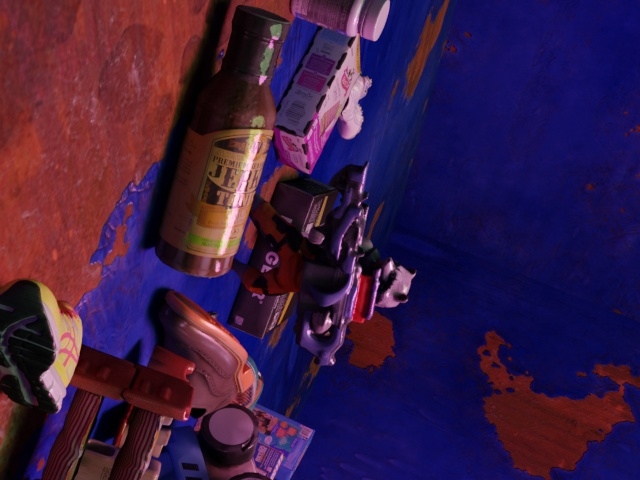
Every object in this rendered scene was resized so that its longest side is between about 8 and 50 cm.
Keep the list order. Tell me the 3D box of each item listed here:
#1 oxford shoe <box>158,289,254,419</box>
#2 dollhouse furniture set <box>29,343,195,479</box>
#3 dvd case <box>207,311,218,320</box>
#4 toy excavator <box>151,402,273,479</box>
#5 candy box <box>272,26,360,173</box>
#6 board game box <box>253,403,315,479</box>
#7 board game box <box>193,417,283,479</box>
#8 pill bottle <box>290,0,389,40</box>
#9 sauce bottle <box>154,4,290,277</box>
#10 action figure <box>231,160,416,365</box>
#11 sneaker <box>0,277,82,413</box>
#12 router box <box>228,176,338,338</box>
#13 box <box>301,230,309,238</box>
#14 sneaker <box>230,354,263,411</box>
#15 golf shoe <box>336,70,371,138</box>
[{"bbox_3d":[-0.198,0.199,1.375,0.133,0.130,0.364,-45,154,-16],"label":"oxford shoe"},{"bbox_3d":[-0.265,0.234,1.133,0.374,0.152,0.201,-130,-120,-81],"label":"dollhouse furniture set"},{"bbox_3d":[-0.217,0.171,1.521,0.119,0.013,0.087,-1,113,-78],"label":"dvd case"},{"bbox_3d":[-0.285,0.524,1.425,0.222,0.445,0.433,102,-27,-42],"label":"toy excavator"},{"bbox_3d":[-0.004,-0.256,1.544,0.159,0.071,0.233,80,33,-71],"label":"candy box"},{"bbox_3d":[-0.138,0.460,2.017,0.160,0.210,0.047,-50,161,-58],"label":"board game box"},{"bbox_3d":[-0.194,0.468,1.778,0.045,0.193,0.147,93,22,-64],"label":"board game box"},{"bbox_3d":[0.031,-0.356,1.311,0.078,0.137,0.078,23,90,-80],"label":"pill bottle"},{"bbox_3d":[-0.122,-0.122,1.100,0.111,0.111,0.344,-44,153,-67],"label":"sauce bottle"},{"bbox_3d":[0.000,0.000,1.364,0.178,0.330,0.341,-44,155,-62],"label":"action figure"},{"bbox_3d":[-0.278,0.087,0.851,0.208,0.081,0.094,110,0,-53],"label":"sneaker"},{"bbox_3d":[-0.071,0.028,1.789,0.243,0.081,0.309,-27,138,-76],"label":"router box"},{"bbox_3d":[-0.012,0.068,1.763,0.324,0.067,0.063,84,30,-73],"label":"box"},{"bbox_3d":[-0.175,0.294,1.794,0.302,0.108,0.121,106,5,-52],"label":"sneaker"},{"bbox_3d":[0.050,-0.284,1.857,0.086,0.069,0.176,-34,148,-35],"label":"golf shoe"}]
